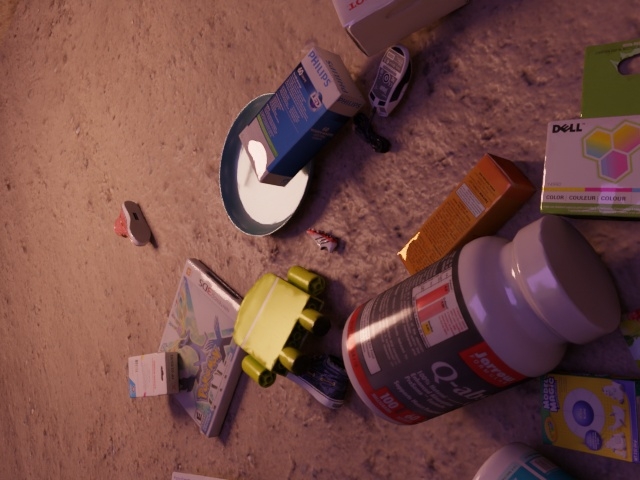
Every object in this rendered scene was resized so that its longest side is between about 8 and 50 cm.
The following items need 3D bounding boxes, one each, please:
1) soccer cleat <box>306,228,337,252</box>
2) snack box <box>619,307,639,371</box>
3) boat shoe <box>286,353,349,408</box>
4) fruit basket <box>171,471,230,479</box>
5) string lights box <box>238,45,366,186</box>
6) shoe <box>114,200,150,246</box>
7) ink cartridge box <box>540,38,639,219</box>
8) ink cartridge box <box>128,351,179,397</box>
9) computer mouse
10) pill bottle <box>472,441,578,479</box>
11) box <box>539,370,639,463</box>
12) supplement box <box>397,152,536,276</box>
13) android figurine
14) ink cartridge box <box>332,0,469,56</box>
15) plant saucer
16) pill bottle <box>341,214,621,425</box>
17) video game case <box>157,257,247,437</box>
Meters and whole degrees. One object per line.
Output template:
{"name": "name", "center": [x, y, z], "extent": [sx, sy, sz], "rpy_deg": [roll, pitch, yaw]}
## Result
{"name": "soccer cleat", "center": [0.000, 0.000, 1.329], "extent": [0.083, 0.029, 0.035], "rpy_deg": [23, 99, 40]}
{"name": "snack box", "center": [0.464, 0.117, 0.832], "extent": [0.141, 0.037, 0.100], "rpy_deg": [-36, 63, 39]}
{"name": "boat shoe", "center": [-0.010, 0.250, 1.296], "extent": [0.183, 0.065, 0.083], "rpy_deg": [27, 97, 41]}
{"name": "fruit basket", "center": [-0.252, 0.698, 1.416], "extent": [0.327, 0.165, 0.352], "rpy_deg": [-8, 74, 39]}
{"name": "string lights box", "center": [-0.043, -0.239, 1.303], "extent": [0.260, 0.077, 0.133], "rpy_deg": [-42, 59, 32]}
{"name": "shoe", "center": [-0.534, -0.028, 1.861], "extent": [0.081, 0.064, 0.178], "rpy_deg": [-56, 46, 28]}
{"name": "ink cartridge box", "center": [0.409, -0.155, 0.875], "extent": [0.189, 0.097, 0.255], "rpy_deg": [5, 90, 46]}
{"name": "ink cartridge box", "center": [-0.407, 0.334, 1.637], "extent": [0.181, 0.062, 0.104], "rpy_deg": [-16, 75, 44]}
{"name": "computer mouse", "center": [0.125, -0.267, 1.220], "extent": [0.106, 0.042, 0.193], "rpy_deg": [51, 127, 41]}
{"name": "pill bottle", "center": [0.329, 0.398, 0.865], "extent": [0.264, 0.146, 0.146], "rpy_deg": [32, 109, 43]}
{"name": "box", "center": [0.364, 0.234, 0.900], "extent": [0.179, 0.043, 0.105], "rpy_deg": [-14, 75, 62]}
{"name": "supplement box", "center": [0.229, -0.027, 1.061], "extent": [0.233, 0.078, 0.080], "rpy_deg": [-53, 52, 28]}
{"name": "android figurine", "center": [-0.087, 0.167, 1.335], "extent": [0.273, 0.056, 0.248], "rpy_deg": [21, 83, 54]}
{"name": "ink cartridge box", "center": [0.108, -0.500, 1.161], "extent": [0.207, 0.117, 0.283], "rpy_deg": [-25, 67, 18]}
{"name": "plant saucer", "center": [-0.115, -0.165, 1.455], "extent": [0.318, 0.044, 0.317], "rpy_deg": [-5, 83, 45]}
{"name": "pill bottle", "center": [0.220, 0.121, 0.959], "extent": [0.363, 0.210, 0.210], "rpy_deg": [-36, 62, 38]}
{"name": "video game case", "center": [-0.287, 0.252, 1.594], "extent": [0.300, 0.036, 0.328], "rpy_deg": [34, 110, 43]}
